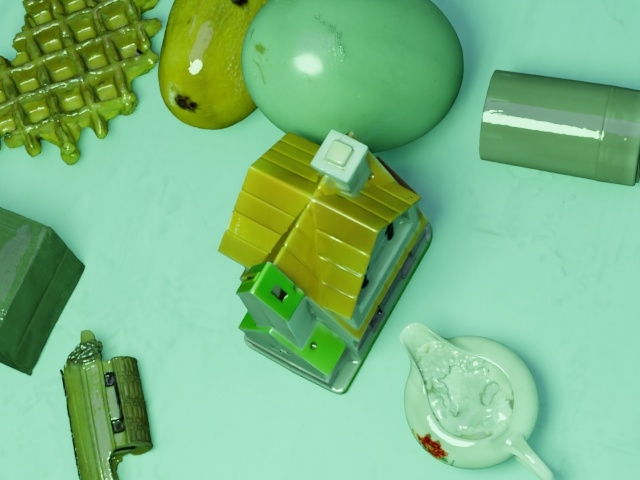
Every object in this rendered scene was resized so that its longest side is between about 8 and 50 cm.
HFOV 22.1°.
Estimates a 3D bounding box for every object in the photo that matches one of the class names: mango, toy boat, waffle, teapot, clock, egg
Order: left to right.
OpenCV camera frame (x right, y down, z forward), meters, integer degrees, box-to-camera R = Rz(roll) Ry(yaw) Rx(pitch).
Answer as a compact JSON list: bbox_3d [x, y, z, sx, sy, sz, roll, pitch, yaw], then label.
[{"bbox_3d":[-0.324,-0.230,2.006,0.259,0.069,0.293,17,72,11],"label":"waffle"},{"bbox_3d":[-0.236,0.211,1.844,0.088,0.068,0.226,-13,70,-2],"label":"toy boat"},{"bbox_3d":[-0.101,-0.261,1.930,0.120,0.177,0.295,10,59,24],"label":"mango"},{"bbox_3d":[0.000,0.000,1.751,0.166,0.309,0.235,27,77,15],"label":"clock"},{"bbox_3d":[0.039,-0.199,1.844,0.203,0.282,0.203,-5,84,48],"label":"egg"},{"bbox_3d":[0.171,0.183,1.781,0.226,0.092,0.145,42,85,17],"label":"teapot"}]

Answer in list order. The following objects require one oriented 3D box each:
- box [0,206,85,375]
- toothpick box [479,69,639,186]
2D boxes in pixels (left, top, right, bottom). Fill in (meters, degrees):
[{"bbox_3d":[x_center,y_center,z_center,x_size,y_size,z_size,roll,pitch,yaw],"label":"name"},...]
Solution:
[{"bbox_3d":[-0.420,0.030,1.884,0.231,0.155,0.149,21,76,15],"label":"box"},{"bbox_3d":[0.279,-0.129,1.859,0.180,0.111,0.111,10,73,12],"label":"toothpick box"}]
